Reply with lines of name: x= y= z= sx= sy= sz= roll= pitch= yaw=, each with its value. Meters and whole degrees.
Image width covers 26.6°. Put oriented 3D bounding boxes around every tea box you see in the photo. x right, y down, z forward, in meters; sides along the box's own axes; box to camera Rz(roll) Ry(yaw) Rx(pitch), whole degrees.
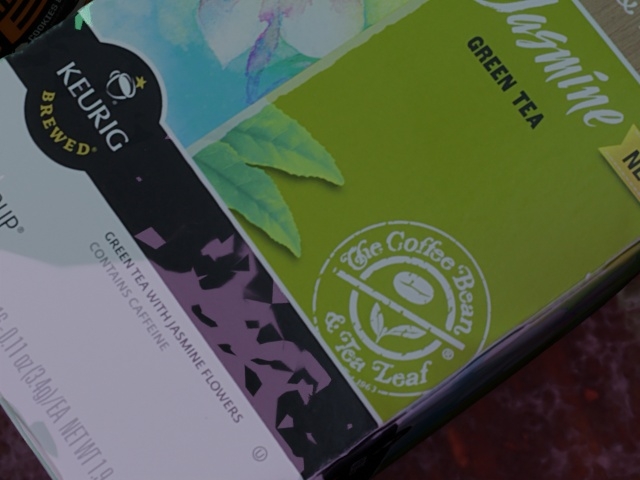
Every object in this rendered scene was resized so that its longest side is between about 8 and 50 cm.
tea box: x=0.000 y=0.000 z=0.684 sx=0.324 sy=0.329 sz=0.220 roll=-36 pitch=79 yaw=-9

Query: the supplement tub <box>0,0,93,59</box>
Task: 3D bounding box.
supplement tub: x=-0.246 y=-0.187 z=0.789 sx=0.194 sy=0.316 sz=0.193 roll=-1 pitch=86 yaw=12
